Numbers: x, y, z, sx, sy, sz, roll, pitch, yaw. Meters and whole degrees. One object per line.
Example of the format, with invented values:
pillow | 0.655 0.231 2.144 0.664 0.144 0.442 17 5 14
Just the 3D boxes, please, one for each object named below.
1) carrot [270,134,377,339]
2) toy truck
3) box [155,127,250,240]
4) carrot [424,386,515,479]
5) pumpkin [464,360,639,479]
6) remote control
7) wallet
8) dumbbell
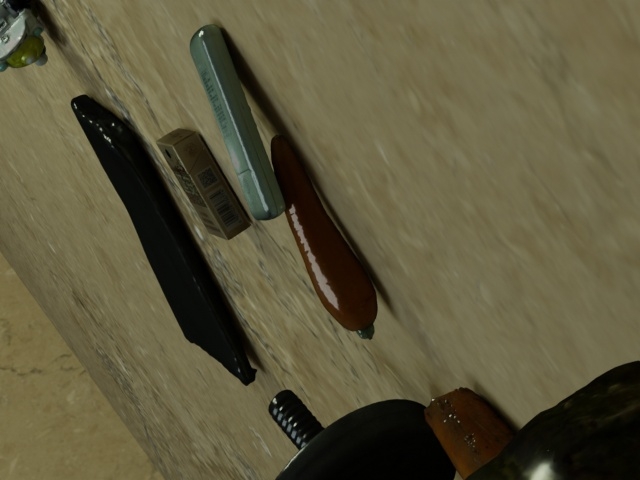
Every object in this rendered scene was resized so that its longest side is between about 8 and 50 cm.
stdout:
carrot | 0.000 0.000 1.129 0.142 0.035 0.035 63 166 -9
toy truck | -0.279 -0.192 1.608 0.111 0.076 0.077 53 -170 27
box | -0.087 -0.042 1.356 0.083 0.024 0.053 58 167 -14
carrot | 0.115 0.148 1.033 0.161 0.055 0.055 57 169 33
pumpkin | 0.169 0.202 0.696 0.317 0.139 0.222 47 178 5
remote control | -0.052 -0.071 1.124 0.053 0.018 0.124 162 88 -76
wallet | -0.142 -0.001 1.648 0.146 0.030 0.285 41 159 58
dumbbell | 0.064 0.207 1.139 0.325 0.143 0.143 47 164 35
